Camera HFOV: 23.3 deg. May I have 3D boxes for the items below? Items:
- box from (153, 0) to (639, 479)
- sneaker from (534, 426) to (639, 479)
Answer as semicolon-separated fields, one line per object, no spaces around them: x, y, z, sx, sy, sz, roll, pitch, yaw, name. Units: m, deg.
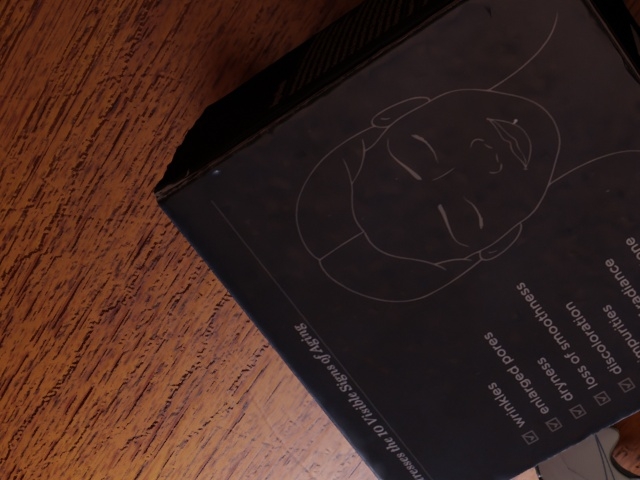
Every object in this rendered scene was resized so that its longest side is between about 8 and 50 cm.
0.170;-0.034;1.653;0.472;0.297;0.480;-32;106;18;box
0.389;0.372;1.966;0.129;0.111;0.297;-31;82;8;sneaker
